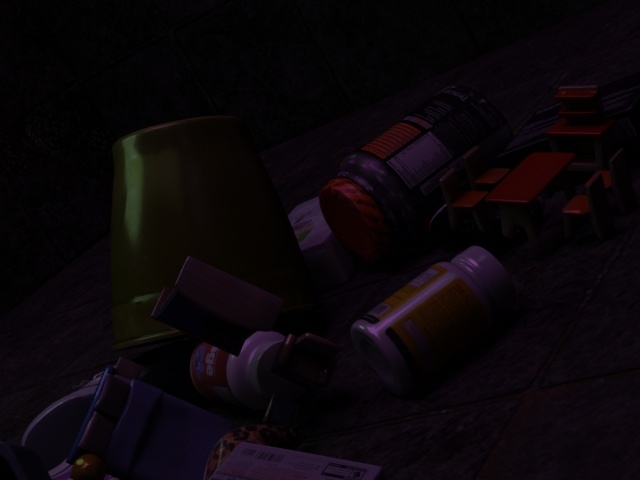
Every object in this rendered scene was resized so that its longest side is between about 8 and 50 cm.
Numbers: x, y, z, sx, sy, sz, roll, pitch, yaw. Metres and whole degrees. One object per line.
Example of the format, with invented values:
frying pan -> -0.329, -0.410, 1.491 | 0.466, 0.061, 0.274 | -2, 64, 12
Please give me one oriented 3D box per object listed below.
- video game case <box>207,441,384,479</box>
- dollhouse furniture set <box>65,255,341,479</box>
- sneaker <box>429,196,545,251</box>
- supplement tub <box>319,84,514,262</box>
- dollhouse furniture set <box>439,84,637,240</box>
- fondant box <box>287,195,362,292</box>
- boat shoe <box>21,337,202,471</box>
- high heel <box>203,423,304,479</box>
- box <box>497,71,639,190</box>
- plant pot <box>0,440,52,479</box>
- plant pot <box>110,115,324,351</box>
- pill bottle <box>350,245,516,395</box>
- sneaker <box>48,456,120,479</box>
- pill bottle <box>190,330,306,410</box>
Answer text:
video game case -> -0.054, 0.307, 1.401 | 0.201, 0.023, 0.183 | 5, 31, 30
dollhouse furniture set -> -0.145, 0.223, 1.596 | 0.303, 0.286, 0.198 | -68, 9, -19
sneaker -> 0.247, -0.023, 1.976 | 0.217, 0.079, 0.121 | -18, 17, 39
supplement tub -> 0.175, -0.117, 2.205 | 0.338, 0.207, 0.207 | -36, 14, -21
dollhouse furniture set -> 0.346, -0.120, 1.851 | 0.262, 0.135, 0.259 | 5, 34, 40
fondant box -> 0.000, 0.000, 2.397 | 0.238, 0.096, 0.330 | -21, 15, 34
boat shoe -> -0.345, 0.267, 2.078 | 0.367, 0.135, 0.156 | -32, 13, -18
high heel -> -0.085, 0.323, 1.517 | 0.261, 0.093, 0.186 | -21, 33, -33
box -> 0.459, -0.181, 2.056 | 0.261, 0.103, 0.184 | -19, 21, 42
plant pot -> -0.403, 0.402, 1.504 | 0.248, 0.247, 0.252 | -31, -5, -2
plant pot -> -0.210, -0.018, 2.086 | 0.367, 0.352, 0.366 | -12, -4, -1
pill bottle -> 0.154, 0.103, 1.634 | 0.208, 0.119, 0.119 | -35, 14, -17
sneaker -> -0.306, 0.361, 1.793 | 0.161, 0.102, 0.282 | 2, 24, 30
pill bottle -> -0.104, 0.194, 1.850 | 0.121, 0.121, 0.216 | -37, 15, -26
